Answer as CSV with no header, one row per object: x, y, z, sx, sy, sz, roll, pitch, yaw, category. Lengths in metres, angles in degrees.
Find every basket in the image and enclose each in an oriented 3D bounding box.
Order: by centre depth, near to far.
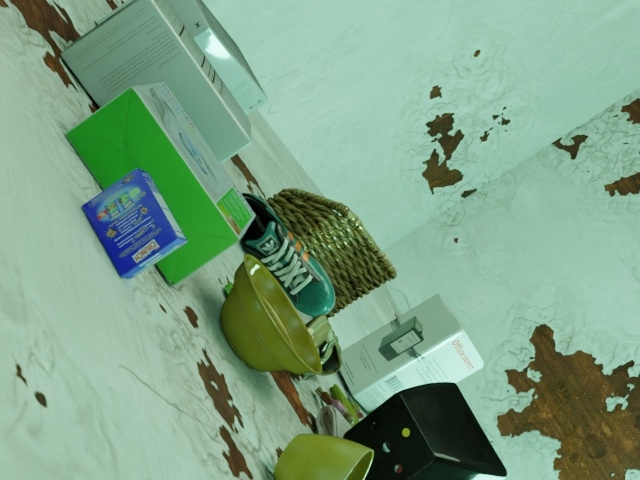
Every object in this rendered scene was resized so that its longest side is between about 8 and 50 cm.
0.000,0.000,2.321,0.299,0.223,0.213,49,11,-46,basket

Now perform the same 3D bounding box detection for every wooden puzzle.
0.072,0.347,2.157,0.049,0.006,0.083,59,7,13,wooden puzzle

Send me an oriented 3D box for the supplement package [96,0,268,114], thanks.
-0.274,-0.358,2.084,0.198,0.199,0.263,61,8,34,supplement package

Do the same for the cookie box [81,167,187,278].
-0.233,-0.020,1.300,0.107,0.092,0.040,59,10,11,cookie box

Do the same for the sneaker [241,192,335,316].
-0.088,0.030,2.087,0.302,0.108,0.121,50,6,11,sneaker

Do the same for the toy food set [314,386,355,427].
0.029,0.298,1.862,0.122,0.019,0.078,40,-11,44,toy food set

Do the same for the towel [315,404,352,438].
0.100,0.455,1.674,0.332,0.053,0.317,55,8,-12,towel

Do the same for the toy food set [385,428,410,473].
0.183,0.469,2.193,0.128,0.071,0.218,18,30,-40,toy food set

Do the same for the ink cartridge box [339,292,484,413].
0.196,0.264,2.265,0.115,0.273,0.198,62,5,37,ink cartridge box

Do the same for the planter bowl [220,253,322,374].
-0.092,0.134,1.599,0.217,0.090,0.217,57,6,-10,planter bowl

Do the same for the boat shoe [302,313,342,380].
-0.006,0.198,1.870,0.089,0.104,0.285,56,6,10,boat shoe

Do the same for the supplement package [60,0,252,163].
-0.267,-0.252,1.745,0.293,0.177,0.175,56,6,-18,supplement package

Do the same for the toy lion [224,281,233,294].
-0.126,0.116,1.719,0.100,0.034,0.096,56,-1,-11,toy lion

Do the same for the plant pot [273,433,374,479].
-0.005,0.308,1.360,0.095,0.134,0.134,29,-2,18,plant pot

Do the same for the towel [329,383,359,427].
0.069,0.376,1.966,0.102,0.021,0.237,60,4,-31,towel

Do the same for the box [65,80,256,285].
-0.228,-0.091,1.533,0.262,0.126,0.231,56,9,-6,box

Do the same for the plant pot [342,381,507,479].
0.148,0.339,1.648,0.167,0.187,0.188,24,31,-51,plant pot
